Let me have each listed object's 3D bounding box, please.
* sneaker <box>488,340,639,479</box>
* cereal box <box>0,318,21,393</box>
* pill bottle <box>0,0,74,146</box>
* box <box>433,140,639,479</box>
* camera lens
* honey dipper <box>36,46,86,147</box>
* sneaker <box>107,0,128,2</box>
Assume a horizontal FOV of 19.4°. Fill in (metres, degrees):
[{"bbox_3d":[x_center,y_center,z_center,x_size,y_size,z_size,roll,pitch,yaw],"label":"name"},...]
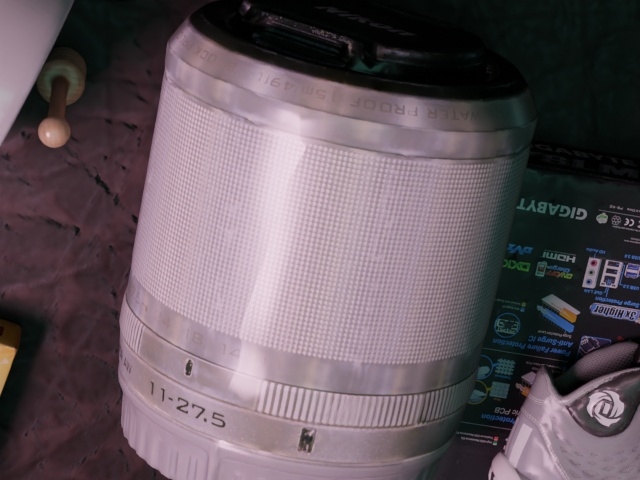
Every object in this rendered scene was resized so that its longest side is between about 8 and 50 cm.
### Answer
[{"bbox_3d":[0.231,0.132,1.179,0.229,0.086,0.132,14,105,-10],"label":"sneaker"},{"bbox_3d":[-0.316,0.140,1.224,0.173,0.047,0.240,20,106,-11],"label":"cereal box"},{"bbox_3d":[-0.329,-0.163,1.037,0.361,0.204,0.204,27,104,-13],"label":"pill bottle"},{"bbox_3d":[0.217,0.098,1.245,0.296,0.073,0.293,9,109,-8],"label":"box"},{"bbox_3d":[0.000,0.000,1.115,0.219,0.219,0.274,9,108,-8],"label":"camera lens"},{"bbox_3d":[-0.156,-0.084,1.103,0.030,0.160,0.030,-1,108,-4],"label":"honey dipper"},{"bbox_3d":[-0.187,-0.267,1.050,0.122,0.146,0.330,-32,110,4],"label":"sneaker"}]
